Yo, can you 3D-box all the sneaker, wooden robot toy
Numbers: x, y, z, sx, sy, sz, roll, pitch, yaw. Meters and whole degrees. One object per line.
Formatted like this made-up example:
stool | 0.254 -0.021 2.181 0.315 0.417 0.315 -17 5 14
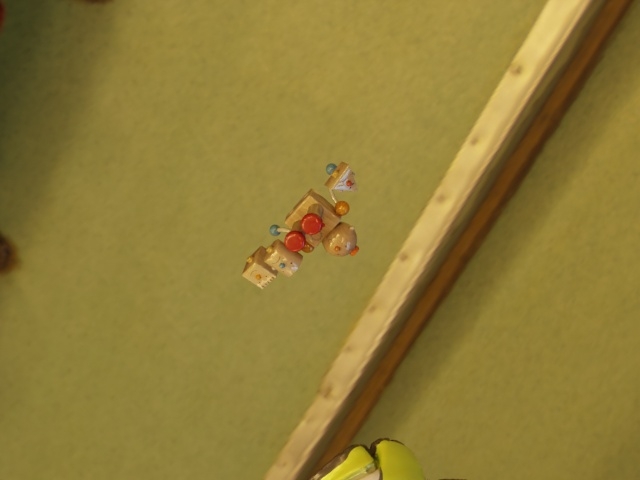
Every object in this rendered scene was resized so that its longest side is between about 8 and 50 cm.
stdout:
sneaker | 0.085 0.254 1.088 0.111 0.300 0.121 -35 57 15
wooden robot toy | 0.000 0.000 1.391 0.079 0.076 0.173 36 115 -16
